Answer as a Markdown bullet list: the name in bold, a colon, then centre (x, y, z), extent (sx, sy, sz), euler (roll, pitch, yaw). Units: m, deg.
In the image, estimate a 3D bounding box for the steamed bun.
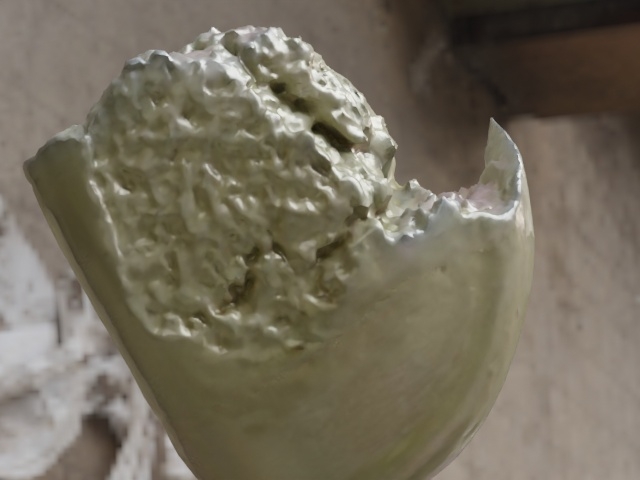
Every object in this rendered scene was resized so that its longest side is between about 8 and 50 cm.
- **steamed bun**: centre (0.000, 0.000, 0.812), extent (0.200, 0.170, 0.225), euler (56, 3, -2)
